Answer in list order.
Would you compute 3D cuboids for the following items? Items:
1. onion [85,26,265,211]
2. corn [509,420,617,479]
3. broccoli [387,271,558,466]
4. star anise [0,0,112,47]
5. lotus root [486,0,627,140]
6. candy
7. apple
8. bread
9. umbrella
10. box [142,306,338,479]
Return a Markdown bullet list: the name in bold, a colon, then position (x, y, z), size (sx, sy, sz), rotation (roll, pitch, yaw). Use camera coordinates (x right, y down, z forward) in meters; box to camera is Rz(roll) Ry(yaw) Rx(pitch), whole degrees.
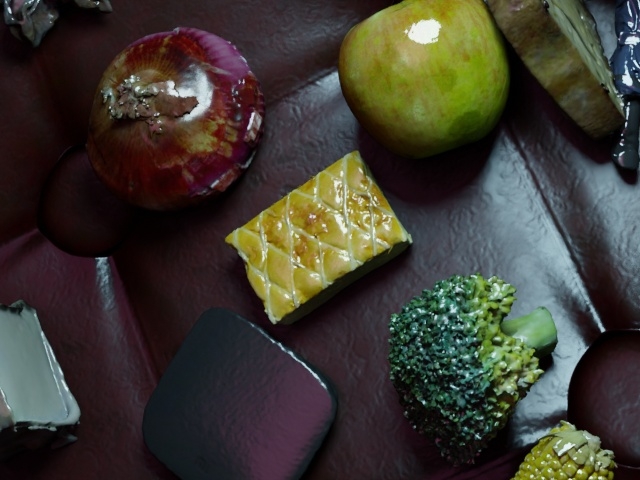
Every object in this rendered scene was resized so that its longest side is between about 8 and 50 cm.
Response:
- **onion**: position (-0.181, -0.153, 1.481), size (0.230, 0.163, 0.230), rotation (-4, 70, 10)
- **corn**: position (0.209, 0.308, 1.299), size (0.091, 0.091, 0.260), rotation (38, 93, 18)
- **broccoli**: position (0.169, 0.118, 1.329), size (0.194, 0.220, 0.194), rotation (-2, 38, 2)
- **star anise**: position (-0.380, -0.355, 1.620), size (0.220, 0.099, 0.214), rotation (-9, 66, 15)
- **lotus root**: position (0.241, -0.248, 1.366), size (0.074, 0.170, 0.261), rotation (-31, 52, 26)
- **candy**: position (-0.394, 0.168, 1.469), size (0.137, 0.185, 0.195), rotation (-31, 75, 13)
- **apple**: position (0.120, -0.185, 1.384), size (0.196, 0.196, 0.196), rotation (-4, 77, 16)
- **bread**: position (-0.001, 0.001, 1.441), size (0.188, 0.068, 0.125), rotation (-33, 71, 7)
- **umbrella**: position (0.345, -0.200, 1.388), size (0.071, 0.071, 0.248), rotation (10, 85, 18)
- **box**: position (-0.095, 0.201, 1.439), size (0.212, 0.042, 0.201), rotation (31, 88, 21)
